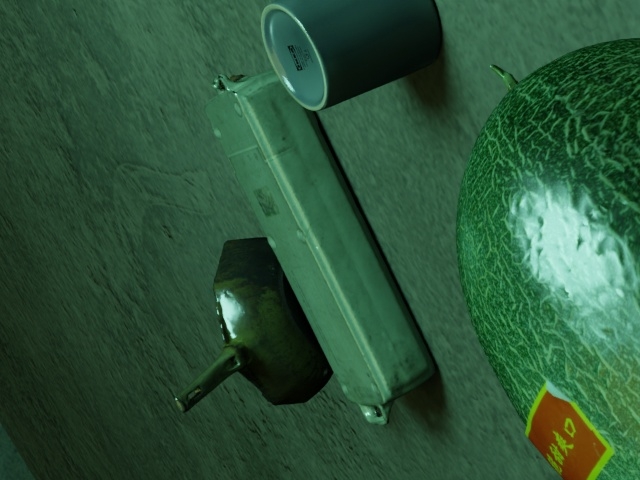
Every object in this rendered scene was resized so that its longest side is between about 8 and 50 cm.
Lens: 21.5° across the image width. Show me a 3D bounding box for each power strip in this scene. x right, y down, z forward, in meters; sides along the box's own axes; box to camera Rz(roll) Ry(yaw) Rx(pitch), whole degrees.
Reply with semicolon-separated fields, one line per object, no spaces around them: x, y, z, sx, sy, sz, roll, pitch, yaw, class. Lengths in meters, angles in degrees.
0.000;0.000;1.186;0.272;0.052;0.078;63;158;-6;power strip

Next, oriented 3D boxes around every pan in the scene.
-0.030;0.078;1.216;0.048;0.202;0.128;-24;123;27;pan

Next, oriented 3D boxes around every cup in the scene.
0.010;-0.130;0.967;0.100;0.077;0.078;63;158;-3;cup

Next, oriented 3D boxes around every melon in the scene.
0.159;0.026;0.681;0.288;0.182;0.182;55;158;26;melon
